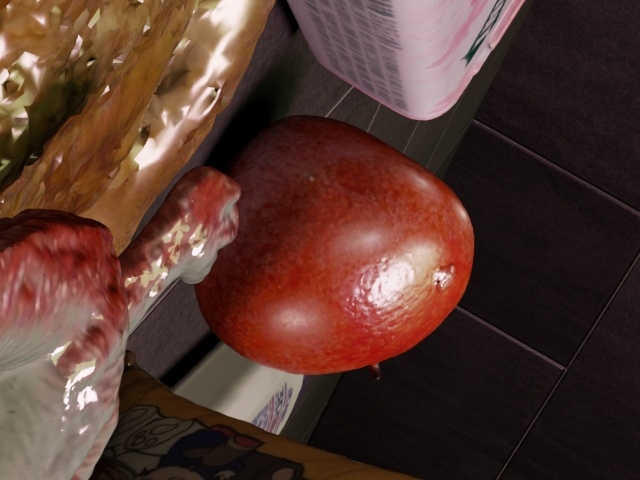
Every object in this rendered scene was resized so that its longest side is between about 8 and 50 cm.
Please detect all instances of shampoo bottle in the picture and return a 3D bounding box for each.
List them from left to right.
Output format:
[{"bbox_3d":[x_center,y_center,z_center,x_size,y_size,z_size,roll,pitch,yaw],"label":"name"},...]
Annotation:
[{"bbox_3d":[-0.091,0.157,1.213,0.359,0.078,0.134,-44,154,-68],"label":"shampoo bottle"}]

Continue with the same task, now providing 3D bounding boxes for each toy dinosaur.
[{"bbox_3d":[-0.068,0.021,0.345,0.167,0.053,0.242,-54,170,-16],"label":"toy dinosaur"}]

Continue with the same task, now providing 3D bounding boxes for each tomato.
[{"bbox_3d":[0.000,0.000,0.960,0.167,0.167,0.167,-59,173,-11],"label":"tomato"}]

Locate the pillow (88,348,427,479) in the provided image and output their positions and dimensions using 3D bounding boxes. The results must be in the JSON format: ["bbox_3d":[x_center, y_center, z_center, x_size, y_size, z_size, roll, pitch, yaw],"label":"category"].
[{"bbox_3d":[-0.083,0.216,0.811,0.312,0.310,0.119,-58,137,-18],"label":"pillow"}]

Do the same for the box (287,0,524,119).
[{"bbox_3d":[0.055,-0.178,0.761,0.190,0.112,0.370,-60,172,-3],"label":"box"}]

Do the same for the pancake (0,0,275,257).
[{"bbox_3d":[-0.091,-0.031,0.437,0.382,0.071,0.382,-58,173,-11],"label":"pancake"}]
